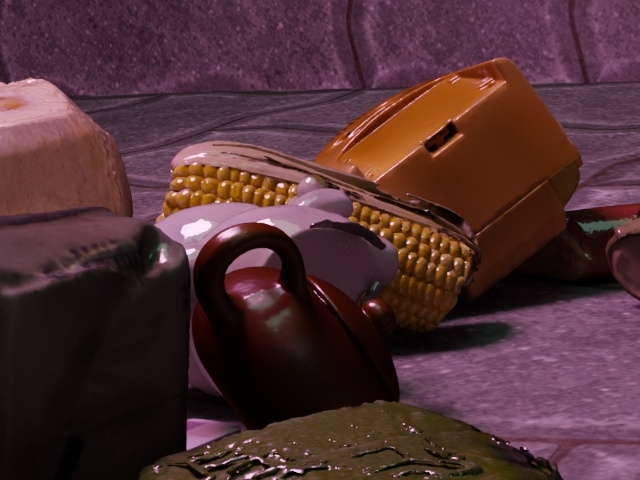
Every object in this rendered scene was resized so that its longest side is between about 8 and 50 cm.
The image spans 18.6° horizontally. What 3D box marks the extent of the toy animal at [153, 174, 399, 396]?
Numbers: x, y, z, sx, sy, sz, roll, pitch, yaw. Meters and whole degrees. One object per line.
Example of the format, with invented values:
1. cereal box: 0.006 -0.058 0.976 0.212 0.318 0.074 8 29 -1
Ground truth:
1. toy animal: -0.084 0.054 1.612 0.247 0.183 0.310 -13 12 -33

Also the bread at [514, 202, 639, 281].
1. bread: 0.285 0.000 2.008 0.192 0.067 0.119 -6 11 -1

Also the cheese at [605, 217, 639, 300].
1. cheese: 0.387 0.008 1.854 0.175 0.091 0.202 2 12 38

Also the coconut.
1. coconut: -0.324 -0.014 1.910 0.297 0.254 0.297 -3 18 1

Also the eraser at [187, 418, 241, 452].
1. eraser: -0.113 0.162 1.475 0.065 0.026 0.105 0 12 42

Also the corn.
1. corn: 0.000 -0.001 1.795 0.305 0.123 0.122 20 -33 -4

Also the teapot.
1. teapot: -0.012 0.073 1.364 0.135 0.252 0.178 -37 43 -11

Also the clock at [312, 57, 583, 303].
1. clock: 0.110 -0.063 2.012 0.244 0.200 0.317 -34 15 -10

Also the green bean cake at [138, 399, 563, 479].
1. green bean cake: 0.017 0.175 1.107 0.214 0.113 0.200 -11 15 -23

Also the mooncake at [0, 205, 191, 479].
1. mooncake: -0.184 0.101 1.244 0.136 0.254 0.250 12 15 24
